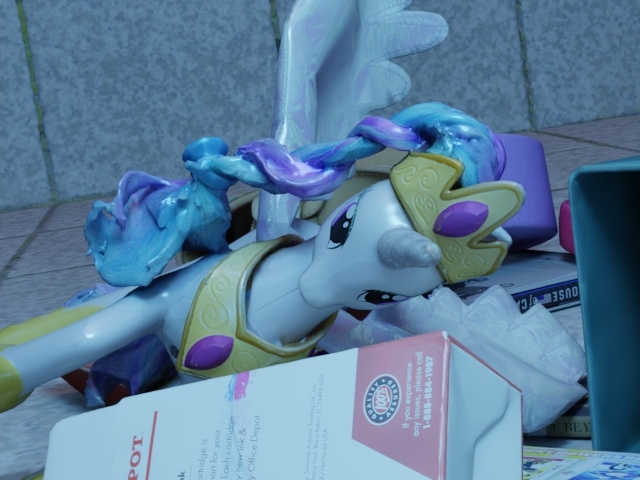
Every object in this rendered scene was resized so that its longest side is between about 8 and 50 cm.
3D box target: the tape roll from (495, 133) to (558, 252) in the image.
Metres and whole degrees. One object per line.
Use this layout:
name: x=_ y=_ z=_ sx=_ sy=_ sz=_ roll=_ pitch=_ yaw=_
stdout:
tape roll: x=0.085 y=-0.026 z=1.380 sx=0.275 sy=0.090 sz=0.275 roll=-8 pitch=-9 yaw=-1

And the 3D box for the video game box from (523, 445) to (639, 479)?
video game box: x=0.089 y=0.136 z=0.634 sx=0.205 sy=0.048 sz=0.187 roll=-2 pitch=10 yaw=39

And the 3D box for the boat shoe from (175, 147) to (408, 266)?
boat shoe: x=0.000 y=0.000 z=1.155 sx=0.110 sy=0.121 sz=0.341 roll=-19 pitch=2 yaw=-34

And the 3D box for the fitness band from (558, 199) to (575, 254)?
fitness band: x=0.355 y=-0.010 z=1.265 sx=0.291 sy=0.054 sz=0.209 roll=7 pitch=13 yaw=32

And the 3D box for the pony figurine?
pony figurine: x=-0.015 y=0.028 z=0.806 sx=0.363 sy=0.303 sz=0.351 roll=-29 pitch=2 yaw=24

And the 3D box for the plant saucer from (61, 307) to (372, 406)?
plant saucer: x=-0.060 y=0.091 z=1.121 sx=0.258 sy=0.047 sz=0.259 roll=-13 pitch=8 yaw=-28

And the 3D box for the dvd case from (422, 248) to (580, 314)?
dvd case: x=0.139 y=0.046 z=1.289 sx=0.239 sy=0.029 sz=0.179 roll=-11 pitch=8 yaw=-26

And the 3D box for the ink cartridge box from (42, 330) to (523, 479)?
ink cartridge box: x=-0.022 y=0.116 z=0.563 sx=0.198 sy=0.115 sz=0.067 roll=-14 pitch=-33 yaw=31

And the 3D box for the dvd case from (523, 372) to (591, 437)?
dvd case: x=0.251 y=0.092 z=0.896 sx=0.221 sy=0.018 sz=0.164 roll=-4 pitch=10 yaw=30

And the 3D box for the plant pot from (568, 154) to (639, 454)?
plant pot: x=0.268 y=0.021 z=0.778 sx=0.166 sy=0.165 sz=0.234 roll=0 pitch=11 yaw=37
